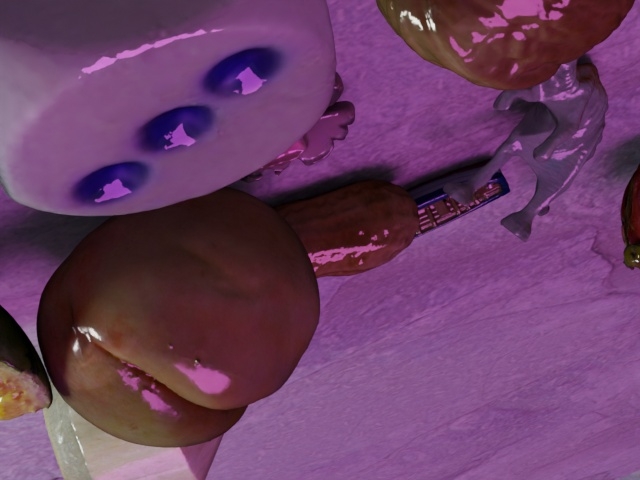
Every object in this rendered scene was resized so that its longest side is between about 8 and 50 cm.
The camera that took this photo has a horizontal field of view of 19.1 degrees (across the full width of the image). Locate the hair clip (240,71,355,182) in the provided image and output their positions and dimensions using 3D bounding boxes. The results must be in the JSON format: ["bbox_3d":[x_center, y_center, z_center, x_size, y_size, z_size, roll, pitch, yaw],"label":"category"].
[{"bbox_3d":[-0.065,-0.122,1.787,0.173,0.069,0.300,-19,168,7],"label":"hair clip"}]

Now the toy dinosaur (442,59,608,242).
[{"bbox_3d":[0.240,-0.088,2.054,0.205,0.092,0.393,-51,152,-5],"label":"toy dinosaur"}]

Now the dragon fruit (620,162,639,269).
[{"bbox_3d":[0.467,-0.024,2.277,0.282,0.211,0.147,-32,171,-19],"label":"dragon fruit"}]

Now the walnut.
[{"bbox_3d":[0.154,-0.230,1.571,0.228,0.228,0.228,-17,156,-8],"label":"walnut"}]

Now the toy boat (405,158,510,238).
[{"bbox_3d":[0.103,-0.030,2.158,0.228,0.046,0.080,-24,158,8],"label":"toy boat"}]

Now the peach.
[{"bbox_3d":[-0.148,0.075,1.915,0.292,0.247,0.292,-13,155,-6],"label":"peach"}]

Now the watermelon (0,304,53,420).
[{"bbox_3d":[-0.442,0.124,1.879,0.330,0.189,0.331,-9,141,-7],"label":"watermelon"}]

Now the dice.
[{"bbox_3d":[-0.151,-0.175,1.402,0.259,0.243,0.251,-20,156,-9],"label":"dice"}]

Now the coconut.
[{"bbox_3d":[-0.208,0.208,2.233,0.222,0.202,0.202,-16,156,-1],"label":"coconut"}]

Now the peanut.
[{"bbox_3d":[0.000,0.000,2.075,0.226,0.095,0.108,-16,153,-9],"label":"peanut"}]
